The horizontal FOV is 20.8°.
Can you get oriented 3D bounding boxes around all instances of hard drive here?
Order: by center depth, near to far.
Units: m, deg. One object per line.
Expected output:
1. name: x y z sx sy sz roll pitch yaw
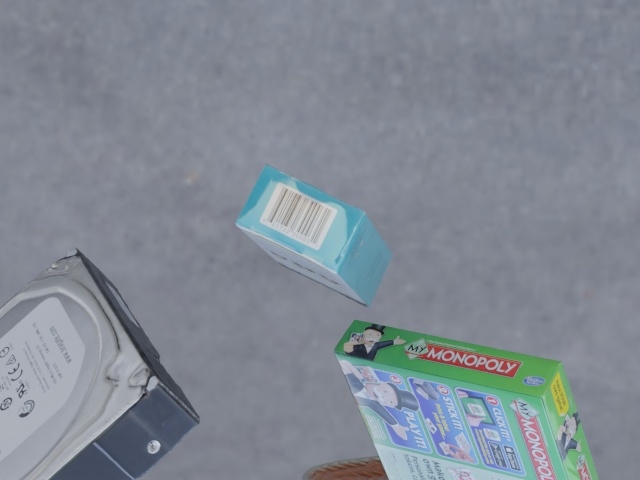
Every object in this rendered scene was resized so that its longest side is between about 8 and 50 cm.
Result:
1. hard drive: -0.270 0.177 1.340 0.339 0.237 0.064 -42 124 1

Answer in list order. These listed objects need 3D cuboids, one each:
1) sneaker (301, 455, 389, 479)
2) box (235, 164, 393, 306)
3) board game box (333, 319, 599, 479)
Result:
1. sneaker: 0.130 0.319 2.047 0.302 0.121 0.108 -3 -163 1
2. box: 0.000 0.000 1.578 0.100 0.060 0.244 26 176 11
3. board game box: 0.154 0.213 1.619 0.213 0.046 0.317 9 139 31
